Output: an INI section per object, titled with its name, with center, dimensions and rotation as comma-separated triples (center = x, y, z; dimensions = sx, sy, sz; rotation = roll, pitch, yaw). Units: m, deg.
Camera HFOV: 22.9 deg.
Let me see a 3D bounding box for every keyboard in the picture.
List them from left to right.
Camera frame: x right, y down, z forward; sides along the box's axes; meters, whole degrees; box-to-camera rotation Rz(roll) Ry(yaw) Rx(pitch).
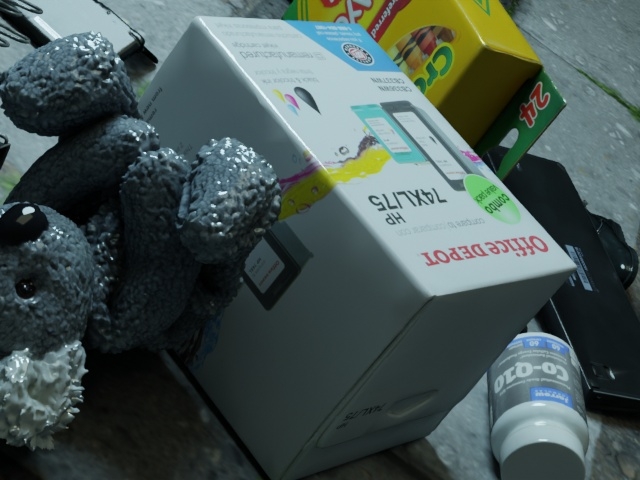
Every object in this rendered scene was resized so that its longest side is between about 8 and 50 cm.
[keyboard]
center = 0.208, 0.027, 1.490
dimensions = 0.201, 0.033, 0.317
rotation = 13, 42, -33

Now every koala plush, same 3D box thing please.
[koala plush]
center = -0.169, 0.024, 0.986
dimensions = 0.196, 0.203, 0.221
rotation = 35, 48, 15

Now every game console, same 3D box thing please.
[game console]
center = -0.213, -0.184, 1.374
dimensions = 0.122, 0.071, 0.107
rotation = 41, 59, 9

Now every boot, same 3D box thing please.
[boot]
center = 0.268, -0.004, 1.616
dimensions = 0.099, 0.045, 0.121
rotation = 26, 28, -19

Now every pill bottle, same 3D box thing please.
[pill bottle]
center = 0.173, 0.142, 1.258
dimensions = 0.078, 0.078, 0.137
rotation = 29, 29, -14

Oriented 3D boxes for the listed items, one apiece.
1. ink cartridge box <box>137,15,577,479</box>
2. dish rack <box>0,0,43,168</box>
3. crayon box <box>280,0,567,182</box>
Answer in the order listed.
[ink cartridge box]
center = 0.000, 0.000, 1.145
dimensions = 0.198, 0.197, 0.270
rotation = -8, 52, -52
[dish rack]
center = -0.235, -0.148, 1.012
dimensions = 0.074, 0.272, 0.208
rotation = 27, 15, 5
[crayon box]
center = 0.083, -0.167, 1.480
dimensions = 0.081, 0.202, 0.318
rotation = 12, 37, -38
